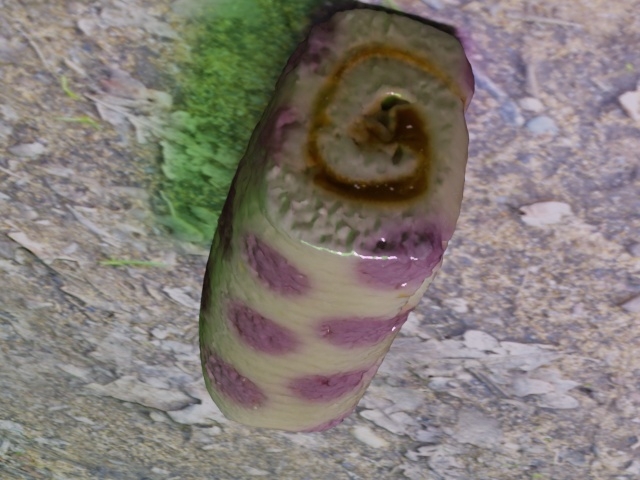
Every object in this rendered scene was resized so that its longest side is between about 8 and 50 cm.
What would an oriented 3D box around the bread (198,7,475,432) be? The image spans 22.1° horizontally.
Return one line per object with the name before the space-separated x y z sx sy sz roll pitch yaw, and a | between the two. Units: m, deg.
bread | 0.000 0.000 1.197 0.155 0.187 0.338 12 152 -4
